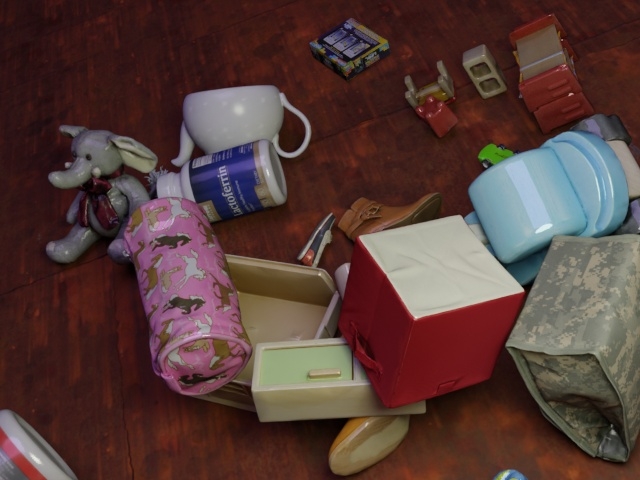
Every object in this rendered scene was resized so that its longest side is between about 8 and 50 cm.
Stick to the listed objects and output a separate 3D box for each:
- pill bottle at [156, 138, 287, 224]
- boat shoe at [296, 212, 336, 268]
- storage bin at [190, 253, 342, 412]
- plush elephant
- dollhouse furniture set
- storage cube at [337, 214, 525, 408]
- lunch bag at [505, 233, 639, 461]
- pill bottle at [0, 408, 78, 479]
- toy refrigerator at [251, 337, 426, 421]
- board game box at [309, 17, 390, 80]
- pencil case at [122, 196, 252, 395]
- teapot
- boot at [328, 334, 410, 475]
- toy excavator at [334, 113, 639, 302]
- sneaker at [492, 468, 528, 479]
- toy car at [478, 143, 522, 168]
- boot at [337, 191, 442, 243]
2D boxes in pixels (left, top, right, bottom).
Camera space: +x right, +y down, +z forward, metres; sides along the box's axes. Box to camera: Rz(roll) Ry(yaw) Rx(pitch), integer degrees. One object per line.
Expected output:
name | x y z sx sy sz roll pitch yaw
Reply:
pill bottle | -0.219 -0.120 1.809 0.265 0.153 0.153 -16 47 8
boat shoe | 0.000 0.000 1.698 0.043 0.049 0.137 36 58 -7
storage bin | -0.123 0.177 1.532 0.261 0.123 0.262 7 53 26
plush elephant | -0.495 -0.130 1.833 0.272 0.255 0.330 6 48 39
dollhouse furniture set | 0.383 -0.320 1.792 0.374 0.152 0.201 -20 44 27
storage cube | 0.155 0.103 1.211 0.215 0.193 0.183 -10 44 -22
lunch bag | 0.425 0.166 1.235 0.169 0.287 0.235 -1 45 42
pill bottle | -0.613 0.484 1.386 0.363 0.210 0.210 -43 49 -17
toy refrigerator | 0.030 0.218 1.309 0.270 0.094 0.102 -4 42 6
board game box | 0.074 -0.496 2.102 0.141 0.048 0.170 -33 47 -12
pencil case | -0.246 0.091 1.464 0.167 0.160 0.386 -49 42 22
teapot | -0.193 -0.260 1.906 0.253 0.187 0.256 -12 8 -35
boot | 0.077 0.254 1.417 0.295 0.104 0.211 -37 42 -19
toy excavator | 0.290 -0.018 1.396 0.445 0.433 0.222 -5 65 -28
sneaker | 0.255 0.431 1.201 0.188 0.078 0.067 -52 22 -8
toy car | 0.423 -0.135 1.649 0.225 0.053 0.239 30 65 38
boot | 0.142 -0.056 1.675 0.197 0.073 0.152 -39 44 -18
